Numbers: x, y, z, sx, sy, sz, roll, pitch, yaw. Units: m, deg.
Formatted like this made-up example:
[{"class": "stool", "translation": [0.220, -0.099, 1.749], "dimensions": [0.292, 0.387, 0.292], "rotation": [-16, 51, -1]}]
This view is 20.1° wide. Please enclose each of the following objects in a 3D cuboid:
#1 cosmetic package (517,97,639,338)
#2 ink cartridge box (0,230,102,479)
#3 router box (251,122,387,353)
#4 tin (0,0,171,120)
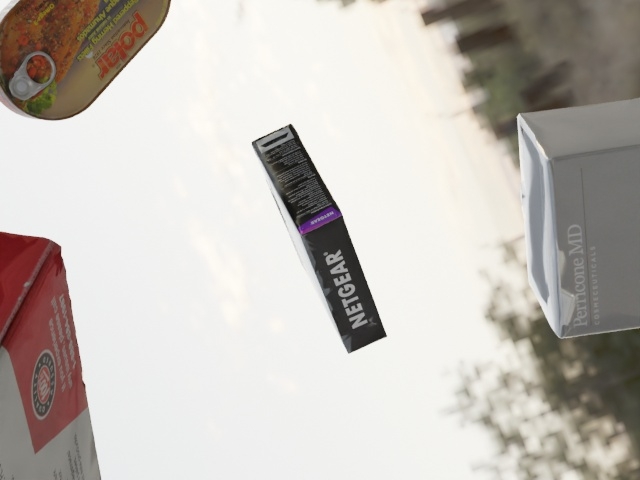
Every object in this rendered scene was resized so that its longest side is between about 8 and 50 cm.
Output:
[{"class": "cosmetic package", "translation": [0.249, -0.026, 1.134], "dimensions": [0.107, 0.238, 0.127], "rotation": [-112, 12, -68]}, {"class": "ink cartridge box", "translation": [-0.187, 0.151, 0.709], "dimensions": [0.273, 0.114, 0.197], "rotation": [-71, -15, -44]}, {"class": "router box", "translation": [0.000, 0.000, 1.649], "dimensions": [0.179, 0.046, 0.133], "rotation": [68, 176, -48]}, {"class": "tin", "translation": [-0.204, -0.181, 1.516], "dimensions": [0.106, 0.189, 0.040], "rotation": [48, 157, -21]}]
